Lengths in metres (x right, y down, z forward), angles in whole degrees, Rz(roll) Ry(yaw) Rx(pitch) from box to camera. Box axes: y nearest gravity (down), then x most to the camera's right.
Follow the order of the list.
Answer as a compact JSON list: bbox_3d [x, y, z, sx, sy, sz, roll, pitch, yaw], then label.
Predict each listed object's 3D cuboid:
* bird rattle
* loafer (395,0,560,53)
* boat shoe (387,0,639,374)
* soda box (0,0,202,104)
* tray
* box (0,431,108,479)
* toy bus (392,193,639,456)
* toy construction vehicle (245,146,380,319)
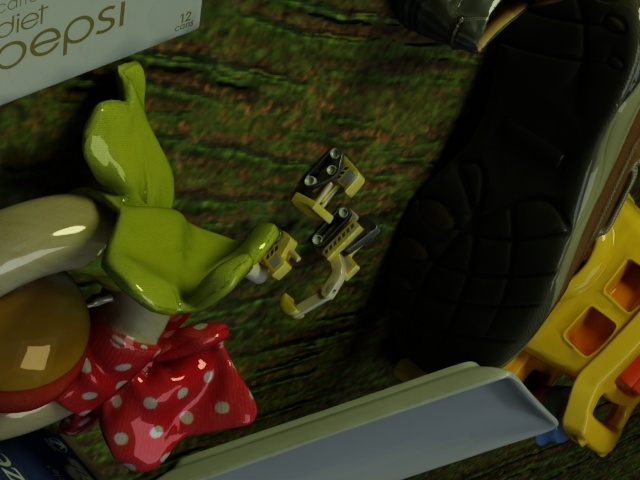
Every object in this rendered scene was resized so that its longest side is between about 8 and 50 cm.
[{"bbox_3d":[-0.134,0.035,0.872,0.207,0.143,0.253,-17,154,-26],"label":"bird rattle"},{"bbox_3d":[0.124,-0.159,0.989,0.170,0.061,0.062,-36,149,-21],"label":"loafer"},{"bbox_3d":[0.156,-0.041,1.127,0.120,0.122,0.324,-16,140,-49],"label":"boat shoe"},{"bbox_3d":[-0.149,-0.099,0.684,0.216,0.069,0.074,-27,146,-34],"label":"soda box"},{"bbox_3d":[0.018,0.140,1.152,0.270,0.030,0.145,-20,156,13],"label":"tray"},{"bbox_3d":[-0.173,0.156,0.904,0.036,0.136,0.225,-54,151,14],"label":"box"},{"bbox_3d":[0.197,0.083,1.246,0.220,0.211,0.149,-49,154,6],"label":"toy bus"},{"bbox_3d":[0.000,0.000,1.051,0.098,0.035,0.086,-46,152,-1],"label":"toy construction vehicle"}]
